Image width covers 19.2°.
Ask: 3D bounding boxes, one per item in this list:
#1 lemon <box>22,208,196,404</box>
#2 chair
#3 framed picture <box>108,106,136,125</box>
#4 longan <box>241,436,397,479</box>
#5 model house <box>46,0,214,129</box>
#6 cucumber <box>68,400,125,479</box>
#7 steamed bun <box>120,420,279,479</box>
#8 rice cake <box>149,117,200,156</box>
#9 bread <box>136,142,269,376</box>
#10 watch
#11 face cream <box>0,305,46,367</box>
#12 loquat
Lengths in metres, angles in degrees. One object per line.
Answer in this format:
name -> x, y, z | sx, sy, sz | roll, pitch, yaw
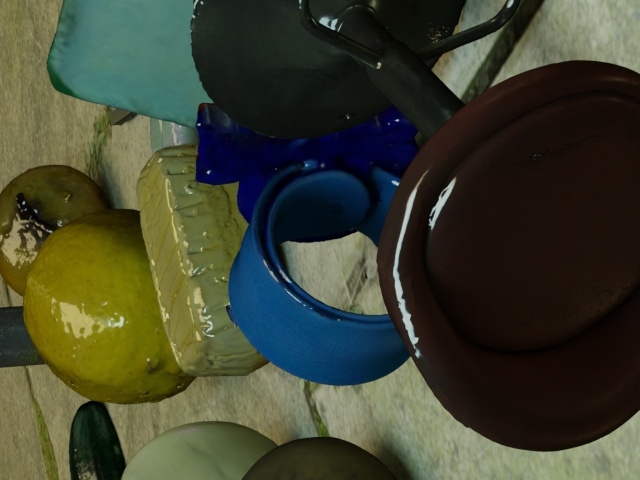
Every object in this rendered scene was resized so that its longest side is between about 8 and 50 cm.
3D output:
lemon -> -0.206, 0.069, 1.992 | 0.260, 0.204, 0.204 | 25, 122, 42
chair -> 0.087, -0.068, 1.224 | 0.401, 0.226, 0.226 | -126, 36, -47
framed picture -> -0.224, -0.285, 2.153 | 0.209, 0.019, 0.281 | 155, 106, -66
longan -> 0.000, 0.255, 1.595 | 0.187, 0.167, 0.167 | -87, 1, -63
model house -> -0.090, -0.270, 1.635 | 0.280, 0.230, 0.249 | 117, 164, -51
cucumber -> -0.286, 0.326, 2.451 | 0.115, 0.063, 0.244 | 121, 138, -56
steamed bun -> -0.069, 0.285, 1.791 | 0.225, 0.170, 0.200 | 43, 149, 38
rice cake -> -0.161, -0.193, 2.005 | 0.080, 0.042, 0.222 | -4, 92, 63
bread -> -0.103, 0.016, 1.847 | 0.140, 0.106, 0.236 | 126, 132, -61
watch -> 0.006, 0.003, 1.481 | 0.171, 0.196, 0.200 | 101, 160, -58
face cream -> -0.362, 0.115, 2.271 | 0.073, 0.283, 0.073 | 177, 90, -66
loquat -> -0.330, -0.005, 2.332 | 0.204, 0.149, 0.172 | 111, 151, -74
